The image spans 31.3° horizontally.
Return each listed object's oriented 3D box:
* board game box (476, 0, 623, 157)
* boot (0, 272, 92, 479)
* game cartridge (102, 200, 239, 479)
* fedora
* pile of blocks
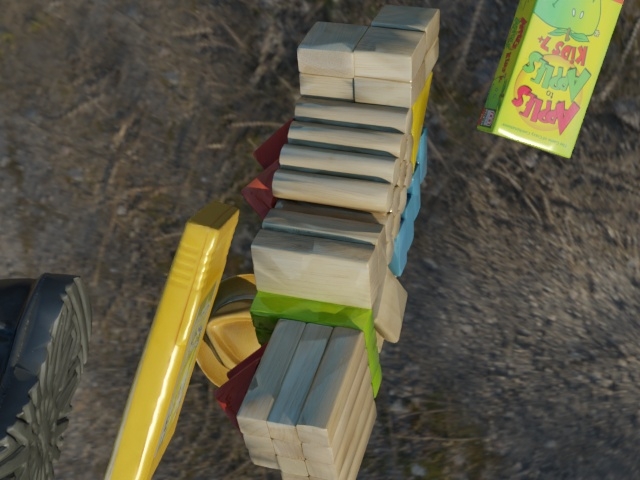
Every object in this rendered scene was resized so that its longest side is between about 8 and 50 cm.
[{"bbox_3d":[0.234,-0.184,1.157,0.092,0.043,0.181,16,96,-19],"label":"board game box"},{"bbox_3d":[-0.453,0.161,0.963,0.446,0.367,0.146,3,127,3],"label":"boot"},{"bbox_3d":[-0.170,0.118,1.380,0.053,0.285,0.323,20,97,-1],"label":"game cartridge"},{"bbox_3d":[-0.099,0.138,1.614,0.195,0.079,0.194,0,89,10],"label":"fedora"},{"bbox_3d":[0.000,0.000,0.820,0.113,0.149,0.362,9,74,17],"label":"pile of blocks"}]
